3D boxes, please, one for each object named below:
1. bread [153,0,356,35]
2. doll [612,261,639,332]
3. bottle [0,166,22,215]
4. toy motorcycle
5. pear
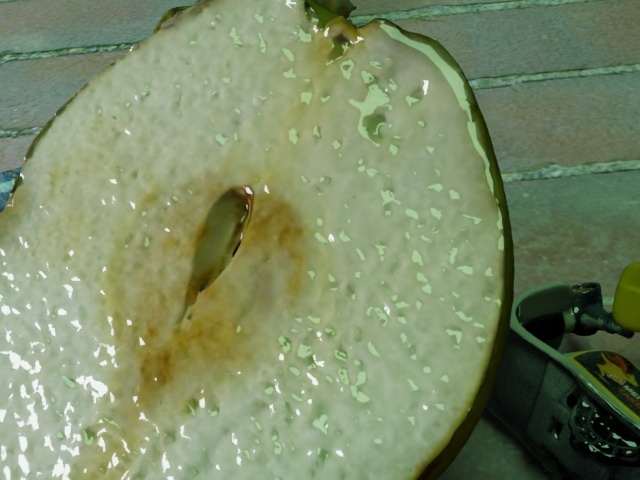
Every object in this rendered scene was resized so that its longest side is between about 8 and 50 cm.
[{"bbox_3d":[-0.085,-0.270,1.251,0.269,0.098,0.087,-29,0,-30],"label":"bread"},{"bbox_3d":[0.342,0.027,0.744,0.316,0.103,0.145,-7,-6,-39],"label":"doll"},{"bbox_3d":[-0.259,-0.050,0.992,0.217,0.060,0.060,-16,37,-18],"label":"bottle"},{"bbox_3d":[0.181,0.101,0.711,0.157,0.091,0.263,-17,39,-29],"label":"toy motorcycle"},{"bbox_3d":[-0.037,0.050,0.661,0.340,0.191,0.386,28,85,27],"label":"pear"}]
